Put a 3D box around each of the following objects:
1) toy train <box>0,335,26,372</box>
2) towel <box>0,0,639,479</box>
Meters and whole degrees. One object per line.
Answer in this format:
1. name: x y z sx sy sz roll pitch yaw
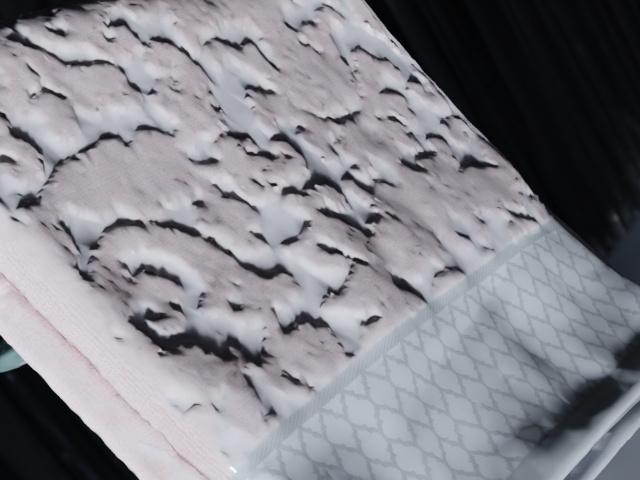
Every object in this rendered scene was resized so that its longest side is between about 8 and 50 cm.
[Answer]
1. toy train: -0.260 0.057 0.839 0.334 0.142 0.190 -46 28 -16
2. towel: 0.000 0.000 0.718 0.053 0.317 0.332 -52 -12 33
